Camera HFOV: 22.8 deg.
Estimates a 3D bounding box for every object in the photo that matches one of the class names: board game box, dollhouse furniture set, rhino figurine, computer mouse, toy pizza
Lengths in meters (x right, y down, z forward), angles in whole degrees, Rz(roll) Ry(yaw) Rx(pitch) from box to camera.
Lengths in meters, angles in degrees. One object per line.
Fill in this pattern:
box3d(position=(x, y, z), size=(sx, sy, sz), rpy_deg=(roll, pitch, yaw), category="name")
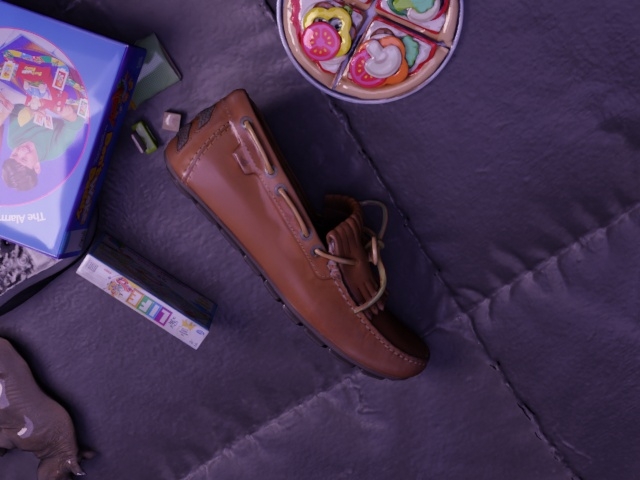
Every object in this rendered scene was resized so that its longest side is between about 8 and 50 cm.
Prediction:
box3d(position=(-0.385, -0.148, 1.668), size=(0.347, 0.078, 0.233), rpy_deg=(20, 96, 7), category="board game box")
box3d(position=(-0.177, -0.141, 1.717), size=(0.076, 0.058, 0.151), rpy_deg=(-29, 101, 8), category="dollhouse furniture set")
box3d(position=(-0.338, 0.209, 1.803), size=(0.106, 0.073, 0.243), rpy_deg=(-34, 102, 13), category="rhino figurine")
box3d(position=(-0.188, 0.054, 1.742), size=(0.154, 0.103, 0.026), rpy_deg=(33, 103, -6), category="board game box")
box3d(position=(-0.357, 0.008, 1.753), size=(0.272, 0.072, 0.188), rpy_deg=(-29, 84, 11), category="computer mouse")
box3d(position=(0.053, -0.244, 1.697), size=(0.201, 0.032, 0.201), rpy_deg=(0, 104, 2), category="toy pizza")

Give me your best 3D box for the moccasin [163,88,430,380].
box3d(position=(0.000, -0.001, 1.699), size=(0.147, 0.139, 0.380), rpy_deg=(-38, 105, 7), category="moccasin")
